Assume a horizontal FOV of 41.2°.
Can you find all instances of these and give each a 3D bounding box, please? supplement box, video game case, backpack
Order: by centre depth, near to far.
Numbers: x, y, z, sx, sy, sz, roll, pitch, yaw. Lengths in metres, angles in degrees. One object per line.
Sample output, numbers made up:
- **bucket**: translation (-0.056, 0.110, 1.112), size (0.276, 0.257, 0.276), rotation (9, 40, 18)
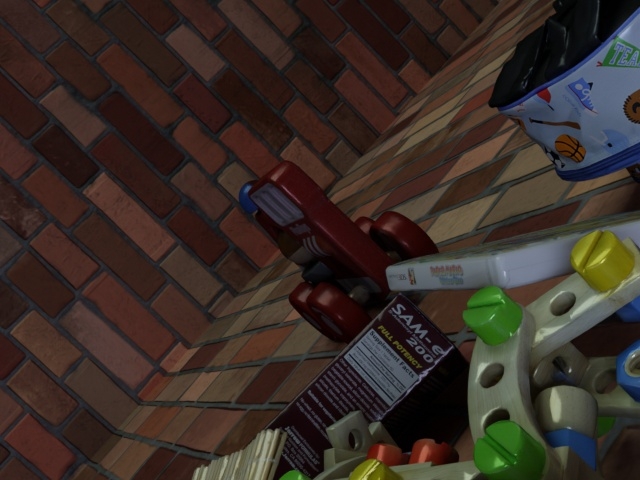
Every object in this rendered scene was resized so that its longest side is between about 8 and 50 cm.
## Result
- **video game case**: translation (0.188, 0.003, 0.647), size (0.226, 0.026, 0.206), rotation (-13, 0, -16)
- **backpack**: translation (0.290, -0.166, 0.744), size (0.263, 0.213, 0.276), rotation (-40, 0, -22)
- **supplement box**: translation (0.021, 0.164, 0.762), size (0.239, 0.073, 0.130), rotation (-45, -21, 0)

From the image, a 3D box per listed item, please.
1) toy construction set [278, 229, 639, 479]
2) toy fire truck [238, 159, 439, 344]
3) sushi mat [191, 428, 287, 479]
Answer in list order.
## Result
- **toy construction set**: translation (0.070, 0.142, 0.525), size (0.327, 0.151, 0.215), rotation (-42, 21, 50)
- **toy fire truck**: translation (0.000, 0.000, 1.180), size (0.169, 0.254, 0.302), rotation (-47, 9, -11)
- **sushi mat**: translation (-0.102, 0.282, 0.574), size (0.151, 0.019, 0.317), rotation (-43, 23, 49)
